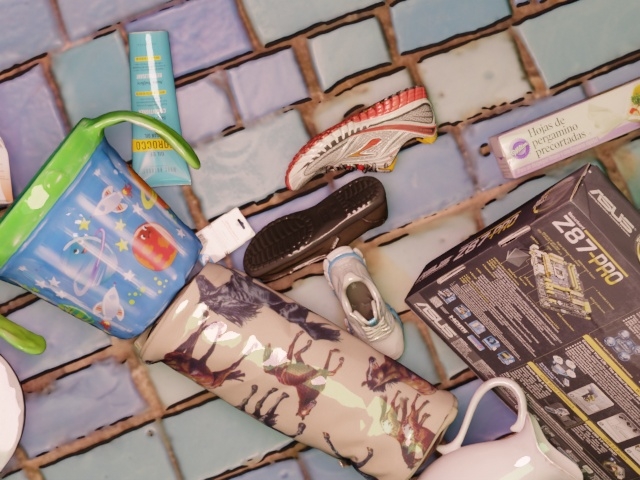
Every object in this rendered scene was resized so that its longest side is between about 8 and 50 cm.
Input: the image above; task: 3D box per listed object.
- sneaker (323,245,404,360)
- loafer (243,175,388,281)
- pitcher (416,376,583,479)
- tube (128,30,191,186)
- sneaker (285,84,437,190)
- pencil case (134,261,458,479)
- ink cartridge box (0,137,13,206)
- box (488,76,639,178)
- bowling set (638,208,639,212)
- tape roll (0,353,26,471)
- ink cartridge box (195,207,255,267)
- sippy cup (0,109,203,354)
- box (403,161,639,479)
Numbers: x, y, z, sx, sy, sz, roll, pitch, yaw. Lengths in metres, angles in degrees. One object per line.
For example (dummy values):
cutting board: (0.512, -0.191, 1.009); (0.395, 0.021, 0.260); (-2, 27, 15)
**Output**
sneaker: (0.062, 0.101, 1.463); (0.071, 0.083, 0.191); (-30, 121, 3)
loafer: (0.000, 0.000, 1.477); (0.220, 0.080, 0.078); (-27, 133, 10)
pitcher: (0.208, 0.294, 1.435); (0.207, 0.125, 0.178); (-35, 73, 13)
tube: (-0.221, -0.174, 1.473); (0.080, 0.052, 0.207); (-3, 99, 7)
sneaker: (0.056, -0.122, 1.471); (0.225, 0.088, 0.093); (-27, 96, -2)
pencil case: (-0.035, 0.182, 1.444); (0.410, 0.160, 0.183); (30, 123, -4)
ink cartridge box: (-0.464, -0.119, 1.428); (0.145, 0.045, 0.179); (-15, 76, 37)
box: (0.393, -0.172, 1.502); (0.324, 0.067, 0.063); (-22, 94, -1)
bowling set: (0.537, 0.073, 1.497); (0.287, 0.200, 0.154); (35, 85, 37)
tape roll: (-0.498, 0.227, 1.437); (0.219, 0.072, 0.219); (2, 81, -14)
ink cartridge box: (-0.135, -0.004, 1.494); (0.083, 0.028, 0.048); (-34, 94, 0)
sippy cup: (-0.283, 0.002, 1.399); (0.224, 0.240, 0.305); (40, 135, -14)
box: (0.345, 0.131, 1.397); (0.395, 0.318, 0.097); (45, 49, -7)
